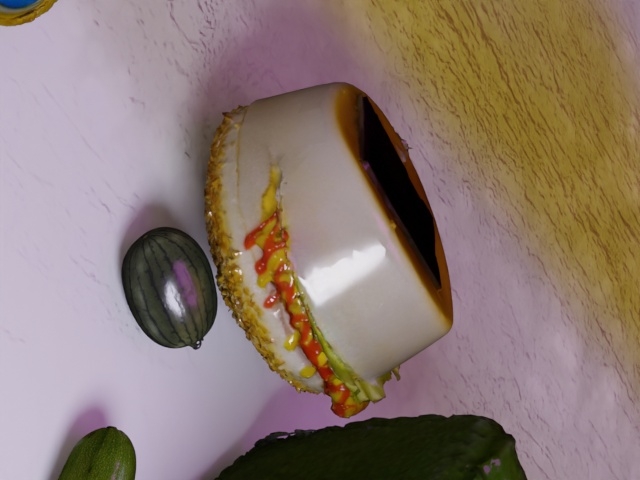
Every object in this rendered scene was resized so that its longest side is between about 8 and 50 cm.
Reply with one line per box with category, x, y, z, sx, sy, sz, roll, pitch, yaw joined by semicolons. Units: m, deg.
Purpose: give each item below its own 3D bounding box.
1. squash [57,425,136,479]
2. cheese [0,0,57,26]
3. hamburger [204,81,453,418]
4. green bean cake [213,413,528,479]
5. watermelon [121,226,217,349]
squash;-0.197;0.266;1.471;0.066;0.066;0.252;35;58;-45
cheese;-0.243;-0.278;1.490;0.177;0.069;0.270;60;43;-28
hamburger;0.000;0.000;1.657;0.276;0.179;0.294;59;17;-32
green bean cake;0.017;0.308;1.526;0.319;0.335;0.218;-42;117;-42
watermelon;-0.127;0.043;1.589;0.078;0.078;0.111;-30;111;-50
